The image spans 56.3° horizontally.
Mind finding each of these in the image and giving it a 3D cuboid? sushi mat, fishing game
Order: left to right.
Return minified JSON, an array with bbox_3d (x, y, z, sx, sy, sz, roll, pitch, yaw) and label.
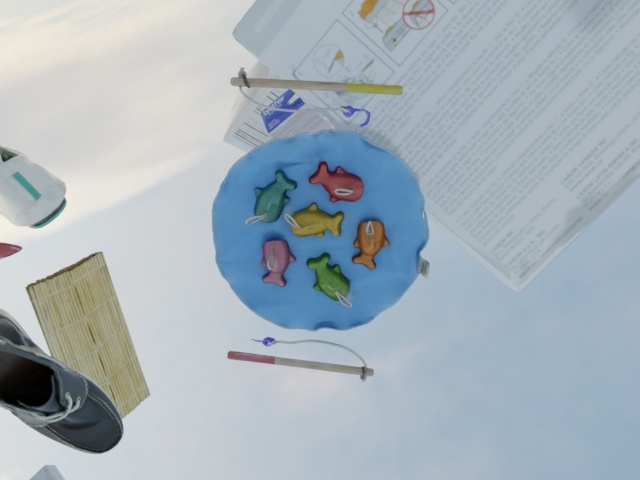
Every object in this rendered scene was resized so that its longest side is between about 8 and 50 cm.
[{"bbox_3d":[-0.412,0.193,1.083,0.019,0.316,0.151,3,-157,36],"label":"sushi mat"},{"bbox_3d":[0.000,0.000,0.499,0.189,0.264,0.041,8,-162,-1],"label":"fishing game"}]

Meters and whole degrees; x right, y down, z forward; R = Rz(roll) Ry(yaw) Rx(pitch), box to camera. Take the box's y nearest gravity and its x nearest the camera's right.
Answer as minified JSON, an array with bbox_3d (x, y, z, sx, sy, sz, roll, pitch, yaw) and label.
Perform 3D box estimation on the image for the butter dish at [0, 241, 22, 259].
[{"bbox_3d":[-0.420,-0.020,0.599,0.160,0.160,0.118,-15,-99,16],"label":"butter dish"}]

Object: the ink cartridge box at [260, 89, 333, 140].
[{"bbox_3d":[0.026,-0.132,0.942,0.186,0.065,0.311,-35,-119,23],"label":"ink cartridge box"}]

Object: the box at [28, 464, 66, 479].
[{"bbox_3d":[-0.560,0.558,1.164,0.186,0.038,0.145,-45,-110,-9],"label":"box"}]

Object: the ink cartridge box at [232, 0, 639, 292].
[{"bbox_3d":[0.159,-0.184,0.582,0.308,0.385,0.091,-48,-173,13],"label":"ink cartridge box"}]

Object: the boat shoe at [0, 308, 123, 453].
[{"bbox_3d":[-0.301,0.172,0.651,0.084,0.233,0.079,-43,-146,-14],"label":"boat shoe"}]

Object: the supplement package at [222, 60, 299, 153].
[{"bbox_3d":[-0.061,-0.319,1.363,0.263,0.198,0.199,-34,-143,48],"label":"supplement package"}]

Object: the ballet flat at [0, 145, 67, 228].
[{"bbox_3d":[-0.569,-0.125,1.016,0.400,0.139,0.139,17,-127,40],"label":"ballet flat"}]
